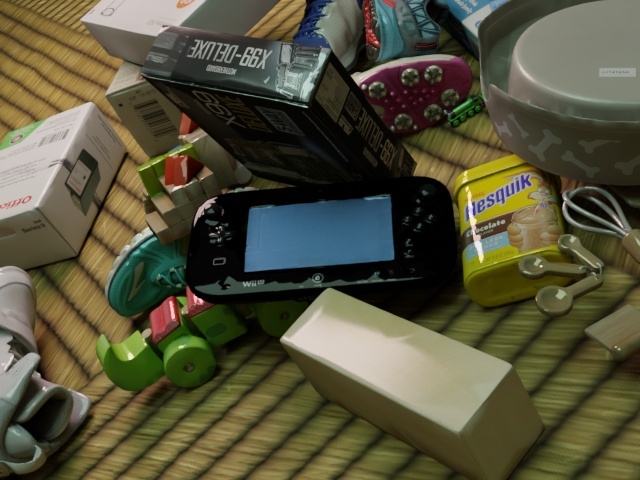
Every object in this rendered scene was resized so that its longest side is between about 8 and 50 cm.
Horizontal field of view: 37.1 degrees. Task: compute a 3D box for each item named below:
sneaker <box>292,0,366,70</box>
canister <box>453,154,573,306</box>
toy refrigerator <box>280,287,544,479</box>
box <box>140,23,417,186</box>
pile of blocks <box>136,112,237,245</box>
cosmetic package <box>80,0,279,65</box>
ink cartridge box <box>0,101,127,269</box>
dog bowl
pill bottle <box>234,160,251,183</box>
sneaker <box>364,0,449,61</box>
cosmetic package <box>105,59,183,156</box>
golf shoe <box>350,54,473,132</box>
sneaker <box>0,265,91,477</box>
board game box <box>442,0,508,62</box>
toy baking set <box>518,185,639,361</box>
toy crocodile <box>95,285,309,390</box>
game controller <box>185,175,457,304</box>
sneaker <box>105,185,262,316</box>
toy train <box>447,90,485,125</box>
[{"bbox_3d":[0.013,-0.387,1.565,0.127,0.182,0.315,-4,35,50],"label":"sneaker"},{"bbox_3d":[0.219,-0.014,1.089,0.126,0.073,0.170,-18,39,20],"label":"canister"},{"bbox_3d":[0.089,0.141,0.979,0.094,0.102,0.269,-46,37,-19],"label":"toy refrigerator"},{"bbox_3d":[-0.042,-0.150,1.202,0.242,0.307,0.077,15,77,28],"label":"box"},{"bbox_3d":[-0.195,-0.126,1.371,0.148,0.113,0.362,-17,24,11],"label":"pile of blocks"},{"bbox_3d":[-0.215,-0.416,1.605,0.284,0.097,0.377,-49,35,-12],"label":"cosmetic package"},{"bbox_3d":[-0.493,-0.087,1.675,0.211,0.122,0.289,-14,40,25],"label":"ink cartridge box"},{"bbox_3d":[0.350,-0.190,1.101,0.348,0.102,0.349,-7,38,6],"label":"dog bowl"},{"bbox_3d":[-0.142,-0.115,1.508,0.043,0.043,0.083,-42,37,-14],"label":"pill bottle"},{"bbox_3d":[0.130,-0.348,1.448,0.125,0.104,0.262,4,45,-3],"label":"sneaker"},{"bbox_3d":[-0.260,-0.312,1.743,0.129,0.153,0.296,-13,41,24],"label":"cosmetic package"},{"bbox_3d":[0.074,-0.215,1.408,0.306,0.115,0.140,-18,35,19],"label":"golf shoe"},{"bbox_3d":[-0.410,0.175,1.297,0.210,0.137,0.366,-15,44,23],"label":"sneaker"},{"bbox_3d":[0.351,-0.407,1.449,0.336,0.079,0.254,-31,36,3],"label":"board game box"},{"bbox_3d":[0.316,0.014,0.962,0.196,0.030,0.256,23,51,26],"label":"toy baking set"},{"bbox_3d":[-0.122,0.083,1.206,0.340,0.105,0.115,-29,36,4],"label":"toy crocodile"},{"bbox_3d":[0.000,0.000,1.132,0.319,0.067,0.166,-5,41,7],"label":"game controller"},{"bbox_3d":[-0.177,0.024,1.327,0.275,0.107,0.110,-32,44,1],"label":"sneaker"},{"bbox_3d":[0.214,-0.191,1.343,0.083,0.024,0.017,-33,35,-1],"label":"toy train"}]
